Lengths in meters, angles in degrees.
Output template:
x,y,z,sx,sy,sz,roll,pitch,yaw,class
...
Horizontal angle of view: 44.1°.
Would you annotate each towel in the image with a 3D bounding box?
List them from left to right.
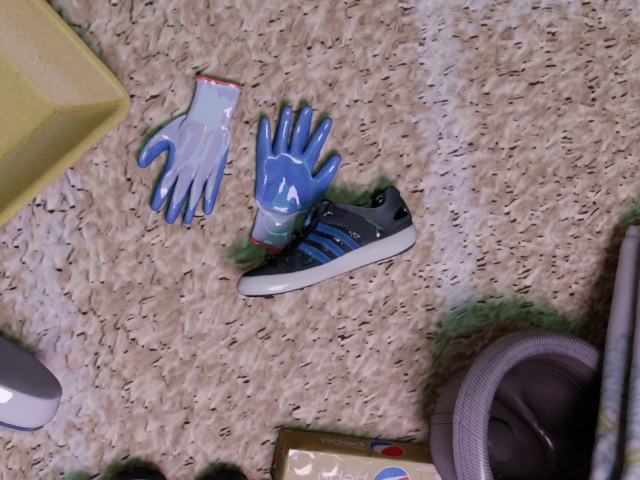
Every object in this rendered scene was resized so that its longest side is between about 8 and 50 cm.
x,y,z,sx,sy,sz,roll,pitch,yaw,class
0.439,0.197,0.862,0.321,0.090,0.374,24,65,-18,towel

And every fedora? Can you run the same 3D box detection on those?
x,y,z,sx,sy,sz,roll,pitch,yaw,class
0.224,0.222,0.855,0.275,0.124,0.243,17,71,-28,fedora

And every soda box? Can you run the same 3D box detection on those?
x,y,z,sx,sy,sz,roll,pitch,yaw,class
0.041,0.256,0.875,0.181,0.058,0.061,10,98,-14,soda box

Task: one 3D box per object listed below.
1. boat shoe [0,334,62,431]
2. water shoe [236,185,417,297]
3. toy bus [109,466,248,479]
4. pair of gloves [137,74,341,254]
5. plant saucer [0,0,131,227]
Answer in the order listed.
x,y,z,sx,sy,sz,roll,pitch,yaw,class
-0.430,0.124,0.712,0.367,0.136,0.156,25,93,-12,boat shoe
0.000,0.000,0.819,0.203,0.073,0.080,-18,90,-22,water shoe
-0.151,0.363,0.818,0.220,0.149,0.211,4,112,-16,toy bus
-0.082,-0.077,0.809,0.198,0.023,0.159,17,96,-15,pair of gloves
-0.392,-0.130,0.663,0.333,0.081,0.332,48,66,-15,plant saucer
